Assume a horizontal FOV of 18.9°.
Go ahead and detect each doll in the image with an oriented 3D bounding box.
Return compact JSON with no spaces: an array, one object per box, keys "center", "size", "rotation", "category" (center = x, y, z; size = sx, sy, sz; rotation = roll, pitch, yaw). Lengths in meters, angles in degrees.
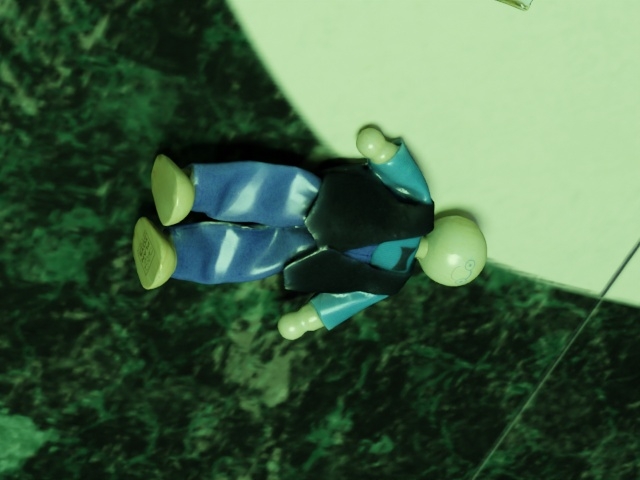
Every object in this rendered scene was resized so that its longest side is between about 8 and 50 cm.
[{"center":[0.000,0.000,0.988],"size":[0.189,0.046,0.129],"rotation":[4,122,-26],"category":"doll"}]

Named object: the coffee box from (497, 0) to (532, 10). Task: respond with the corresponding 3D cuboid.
[{"center":[0.084,-0.233,0.732],"size":[0.098,0.141,0.246],"rotation":[15,126,-26],"category":"coffee box"}]
